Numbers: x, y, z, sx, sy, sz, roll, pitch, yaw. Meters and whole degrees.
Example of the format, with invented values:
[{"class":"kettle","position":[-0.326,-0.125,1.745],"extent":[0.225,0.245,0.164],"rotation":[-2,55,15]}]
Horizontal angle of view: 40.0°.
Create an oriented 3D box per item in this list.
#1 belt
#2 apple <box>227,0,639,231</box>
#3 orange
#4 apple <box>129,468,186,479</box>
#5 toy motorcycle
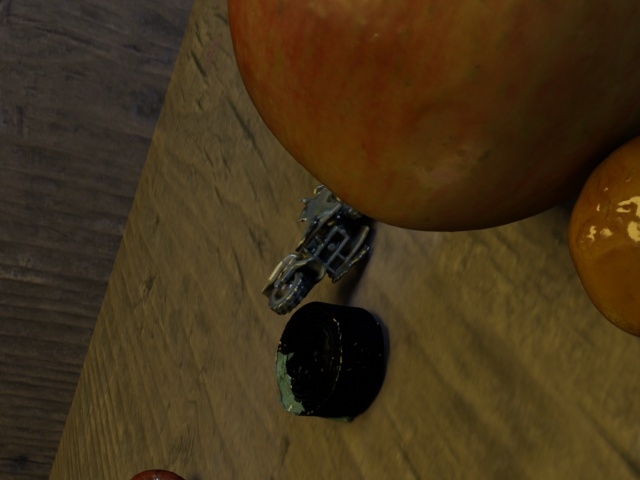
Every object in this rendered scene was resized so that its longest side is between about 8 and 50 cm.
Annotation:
[{"class":"belt","position":[0.007,0.160,1.144],"extent":[0.198,0.078,0.151],"rotation":[-28,57,58]},{"class":"apple","position":[0.111,-0.192,0.722],"extent":[0.347,0.391,0.391],"rotation":[-64,26,18]},{"class":"orange","position":[0.248,-0.005,0.617],"extent":[0.159,0.136,0.159],"rotation":[-42,40,48]},{"class":"apple","position":[-0.300,0.489,1.585],"extent":[0.146,0.146,0.131],"rotation":[-120,25,-58]},{"class":"toy motorcycle","position":[-0.001,0.000,1.208],"extent":[0.229,0.094,0.130],"rotation":[-53,25,-1]}]
